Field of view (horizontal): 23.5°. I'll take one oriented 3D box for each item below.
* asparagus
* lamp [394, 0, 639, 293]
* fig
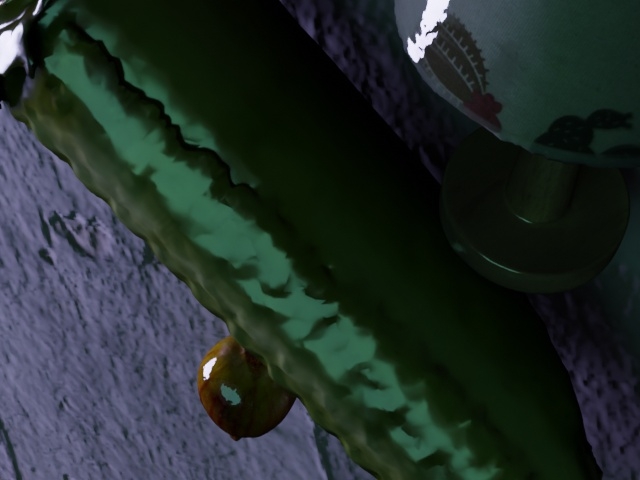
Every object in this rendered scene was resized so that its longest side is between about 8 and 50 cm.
[{"bbox_3d":[0.000,0.000,0.621,0.108,0.128,0.382,-41,95,15],"label":"asparagus"},{"bbox_3d":[0.082,-0.064,0.495,0.121,0.121,0.215,33,153,14],"label":"lamp"},{"bbox_3d":[-0.036,0.079,0.762,0.050,0.050,0.083,32,149,14],"label":"fig"}]
